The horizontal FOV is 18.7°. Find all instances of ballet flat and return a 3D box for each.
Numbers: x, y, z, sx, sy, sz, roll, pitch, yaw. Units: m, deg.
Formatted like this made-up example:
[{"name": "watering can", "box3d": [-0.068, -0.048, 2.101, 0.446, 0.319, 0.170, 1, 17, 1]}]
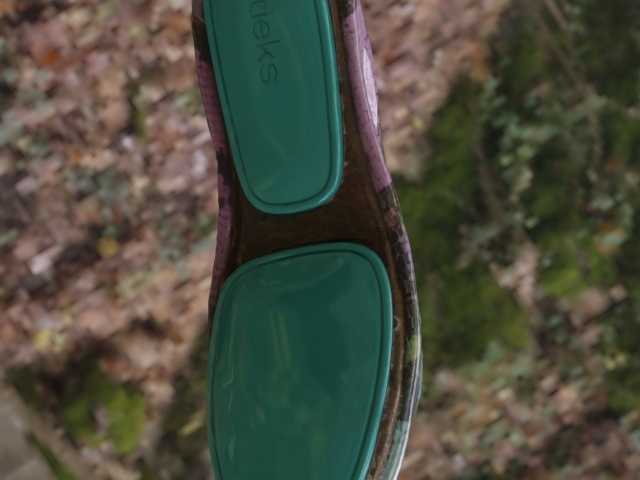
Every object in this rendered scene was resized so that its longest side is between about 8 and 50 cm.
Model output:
[{"name": "ballet flat", "box3d": [0.000, 0.000, 0.657, 0.077, 0.221, 0.079, -9, 172, 20]}]
